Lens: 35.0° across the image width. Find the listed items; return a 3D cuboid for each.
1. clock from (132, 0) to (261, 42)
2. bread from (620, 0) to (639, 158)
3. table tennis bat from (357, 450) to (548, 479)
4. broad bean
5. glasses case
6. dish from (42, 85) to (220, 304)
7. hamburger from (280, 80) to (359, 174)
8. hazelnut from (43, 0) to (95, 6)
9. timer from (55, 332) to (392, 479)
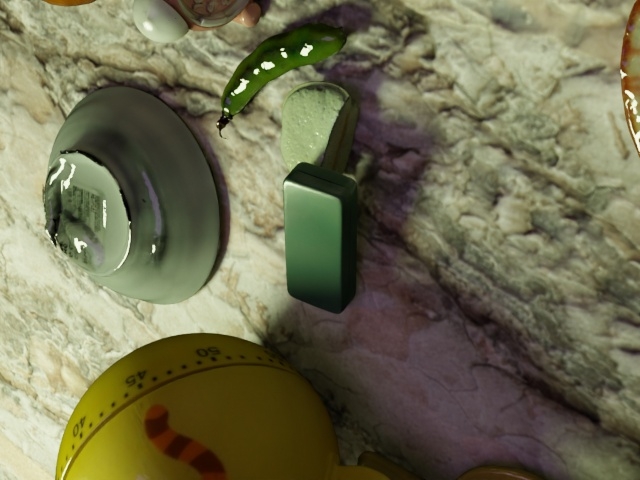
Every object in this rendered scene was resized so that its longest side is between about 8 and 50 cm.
[{"bbox_3d":[-0.142,-0.307,1.121,0.093,0.162,0.165,27,121,31],"label":"clock"},{"bbox_3d":[0.400,-0.142,0.793,0.328,0.114,0.295,-39,80,40],"label":"bread"},{"bbox_3d":[0.178,0.331,1.178,0.321,0.050,0.198,22,119,26],"label":"table tennis bat"},{"bbox_3d":[-0.053,-0.197,1.172,0.227,0.039,0.069,-33,72,41],"label":"broad bean"},{"bbox_3d":[0.000,0.000,1.160,0.078,0.039,0.184,20,136,21],"label":"glasses case"},{"bbox_3d":[-0.279,-0.045,1.357,0.316,0.106,0.316,14,115,33],"label":"dish"},{"bbox_3d":[-0.007,-0.128,1.155,0.084,0.054,0.121,33,121,29],"label":"hamburger"},{"bbox_3d":[-0.316,-0.387,1.222,0.214,0.176,0.214,173,90,-68],"label":"hazelnut"},{"bbox_3d":[-0.126,0.306,1.189,0.387,0.376,0.376,52,134,42],"label":"timer"}]
